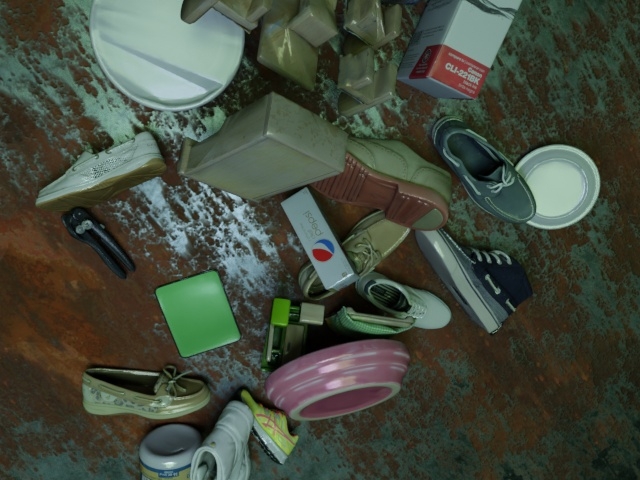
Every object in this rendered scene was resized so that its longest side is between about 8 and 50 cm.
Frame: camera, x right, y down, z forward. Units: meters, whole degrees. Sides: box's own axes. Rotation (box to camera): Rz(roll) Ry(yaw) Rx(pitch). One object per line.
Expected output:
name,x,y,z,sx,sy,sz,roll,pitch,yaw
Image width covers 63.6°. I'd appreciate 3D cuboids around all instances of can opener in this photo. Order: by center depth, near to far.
can opener,-0.461,0.006,1.087,0.059,0.073,0.186,-47,115,-14

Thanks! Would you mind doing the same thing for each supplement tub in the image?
supplement tub,-0.348,0.553,1.208,0.144,0.144,0.200,1,105,-9

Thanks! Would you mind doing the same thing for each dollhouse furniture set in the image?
dollhouse furniture set,-0.080,-0.296,0.900,0.361,0.256,0.395,19,69,-39
dollhouse furniture set,0.032,0.226,1.117,0.301,0.197,0.152,9,77,-6

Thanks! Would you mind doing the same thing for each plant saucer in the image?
plant saucer,0.045,0.318,1.133,0.331,0.084,0.332,-11,150,-7

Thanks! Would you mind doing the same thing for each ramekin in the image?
ramekin,-0.278,-0.383,0.968,0.272,0.127,0.273,-2,105,-9

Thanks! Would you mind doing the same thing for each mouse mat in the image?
mouse mat,-0.279,0.170,1.185,0.152,0.007,0.190,-17,106,-4

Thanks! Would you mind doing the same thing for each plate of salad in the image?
plate of salad,0.539,-0.124,1.201,0.199,0.048,0.200,4,109,10

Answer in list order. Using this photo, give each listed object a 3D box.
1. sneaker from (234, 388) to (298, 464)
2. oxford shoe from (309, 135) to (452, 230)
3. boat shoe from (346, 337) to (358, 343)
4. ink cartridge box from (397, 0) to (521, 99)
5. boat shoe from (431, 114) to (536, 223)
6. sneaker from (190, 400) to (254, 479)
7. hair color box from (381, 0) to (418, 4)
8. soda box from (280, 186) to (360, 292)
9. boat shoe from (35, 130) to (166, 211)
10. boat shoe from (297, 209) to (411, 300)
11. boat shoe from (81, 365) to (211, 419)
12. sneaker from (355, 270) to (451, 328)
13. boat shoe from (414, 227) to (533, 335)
sneaker,-0.130,0.436,1.254,0.094,0.081,0.209,-39,101,-28
oxford shoe,0.097,-0.159,1.108,0.396,0.140,0.147,26,57,-5
boat shoe,0.083,0.262,1.249,0.048,0.042,0.133,10,102,-8
ink cartridge box,0.275,-0.426,1.005,0.114,0.197,0.273,19,102,-15
boat shoe,0.368,-0.141,1.139,0.116,0.099,0.319,-42,105,17
sneaker,-0.235,0.525,1.178,0.107,0.169,0.293,17,121,16
hair color box,0.160,-0.633,0.941,0.105,0.174,0.348,-3,106,-7
soda box,0.000,0.000,1.086,0.069,0.074,0.216,-31,72,7
boat shoe,-0.445,-0.139,1.036,0.276,0.098,0.096,-20,81,5
boat shoe,0.085,0.034,1.155,0.302,0.098,0.109,-33,108,1
boat shoe,-0.391,0.336,1.162,0.284,0.105,0.090,0,108,-8
sneaker,0.199,0.153,1.209,0.257,0.091,0.094,22,101,-14
boat shoe,0.362,0.054,1.203,0.158,0.127,0.341,-40,115,-3
